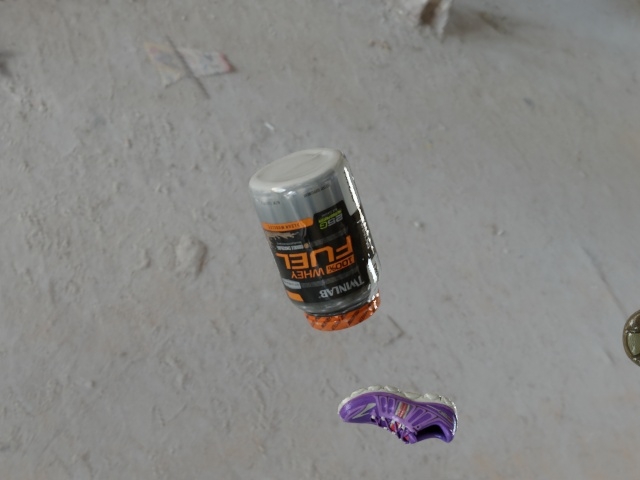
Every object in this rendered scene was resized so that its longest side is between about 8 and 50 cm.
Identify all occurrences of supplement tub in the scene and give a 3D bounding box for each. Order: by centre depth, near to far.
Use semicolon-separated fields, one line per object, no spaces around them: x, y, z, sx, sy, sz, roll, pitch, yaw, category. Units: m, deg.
0.000;0.000;1.682;0.207;0.207;0.338;-50;127;-51;supplement tub

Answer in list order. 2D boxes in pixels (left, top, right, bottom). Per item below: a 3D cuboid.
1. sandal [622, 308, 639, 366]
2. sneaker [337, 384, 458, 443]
0.402;0.111;0.828;0.219;0.090;0.060;9;3;0;sandal
0.109;0.247;1.158;0.170;0.068;0.071;5;48;-1;sneaker
